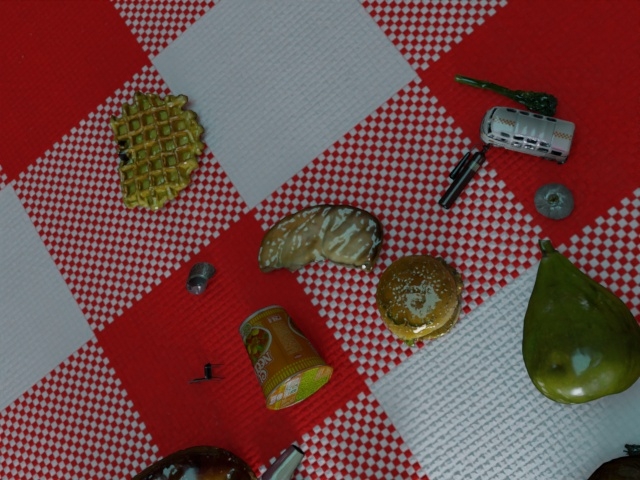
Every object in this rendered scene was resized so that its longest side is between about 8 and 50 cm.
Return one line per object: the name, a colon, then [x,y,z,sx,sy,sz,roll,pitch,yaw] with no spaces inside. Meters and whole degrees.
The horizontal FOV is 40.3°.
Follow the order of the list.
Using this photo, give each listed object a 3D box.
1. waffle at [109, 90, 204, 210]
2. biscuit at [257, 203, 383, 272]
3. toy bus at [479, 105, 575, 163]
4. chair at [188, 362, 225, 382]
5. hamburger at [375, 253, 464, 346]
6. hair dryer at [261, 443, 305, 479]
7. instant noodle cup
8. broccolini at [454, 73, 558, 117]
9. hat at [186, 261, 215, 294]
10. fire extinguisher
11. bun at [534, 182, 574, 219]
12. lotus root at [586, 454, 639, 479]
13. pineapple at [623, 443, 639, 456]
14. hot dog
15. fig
waffle: [-0.414,-0.226,2.142,0.283,0.065,0.309,30,88,19]
biscuit: [-0.001,-0.004,1.965,0.299,0.045,0.154,-1,81,20]
toy bus: [0.431,-0.226,1.810,0.194,0.089,0.087,15,86,6]
chair: [-0.263,0.305,2.007,0.086,0.037,0.042,-9,90,14]
hamburger: [0.213,0.117,1.831,0.191,0.118,0.182,-24,77,10]
hair dryer: [-0.042,0.532,1.891,0.154,0.054,0.106,43,92,11]
instant noodle cup: [-0.086,0.246,1.901,0.168,0.168,0.185,-37,64,10]
broccolini: [0.398,-0.322,1.879,0.239,0.054,0.051,25,104,24]
hat: [-0.282,0.093,2.055,0.058,0.042,0.087,18,53,14]
fire extinguisher: [0.311,-0.147,1.888,0.173,0.035,0.049,-53,31,4]
bun: [0.484,-0.082,1.805,0.083,0.045,0.083,-2,85,21]
lotus root: [0.643,0.484,1.564,0.397,0.179,0.196,-3,36,20]
pineapple: [0.640,0.391,1.661,0.124,0.058,0.058,-17,75,17]
hot dog: [-0.305,0.614,1.895,0.387,0.174,0.267,-35,69,12]
fig: [0.506,0.160,1.663,0.233,0.233,0.314,8,79,21]
